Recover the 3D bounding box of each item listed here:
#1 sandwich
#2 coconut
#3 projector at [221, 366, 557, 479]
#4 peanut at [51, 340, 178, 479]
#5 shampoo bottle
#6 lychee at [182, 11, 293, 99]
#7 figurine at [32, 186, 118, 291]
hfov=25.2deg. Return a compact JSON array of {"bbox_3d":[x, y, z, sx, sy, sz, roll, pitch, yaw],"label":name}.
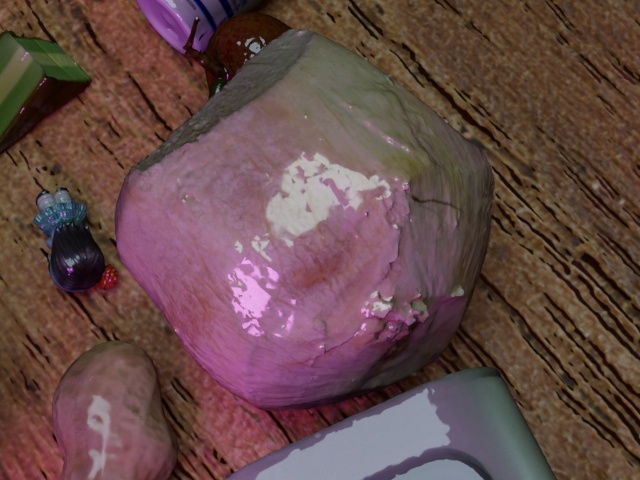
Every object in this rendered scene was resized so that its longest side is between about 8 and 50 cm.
[{"bbox_3d":[-0.291,-0.133,1.373,0.074,0.074,0.116,46,108,18],"label":"sandwich"},{"bbox_3d":[0.000,0.000,1.156,0.254,0.297,0.297,40,74,19],"label":"coconut"},{"bbox_3d":[0.072,0.270,1.054,0.248,0.248,0.249,-24,68,-7],"label":"projector"},{"bbox_3d":[-0.169,0.192,1.188,0.104,0.085,0.227,2,67,-17],"label":"peanut"},{"bbox_3d":[-0.040,-0.305,1.390,0.303,0.092,0.092,-43,72,-15],"label":"shampoo bottle"},{"bbox_3d":[-0.068,-0.162,1.316,0.140,0.114,0.101,5,29,-20],"label":"lychee"},{"bbox_3d":[-0.224,0.000,1.296,0.060,0.047,0.106,0,53,-37],"label":"figurine"}]
